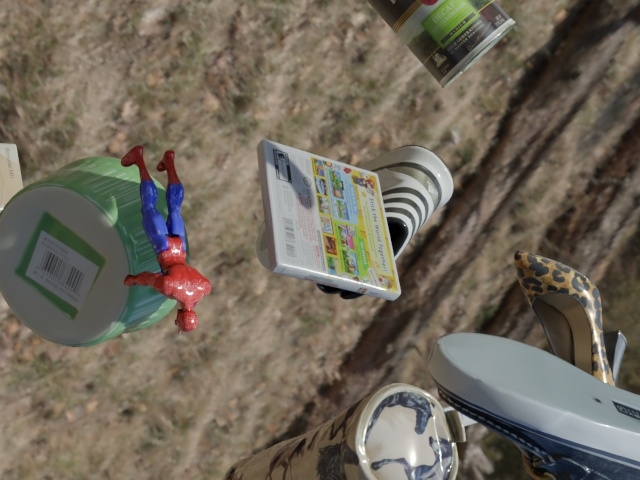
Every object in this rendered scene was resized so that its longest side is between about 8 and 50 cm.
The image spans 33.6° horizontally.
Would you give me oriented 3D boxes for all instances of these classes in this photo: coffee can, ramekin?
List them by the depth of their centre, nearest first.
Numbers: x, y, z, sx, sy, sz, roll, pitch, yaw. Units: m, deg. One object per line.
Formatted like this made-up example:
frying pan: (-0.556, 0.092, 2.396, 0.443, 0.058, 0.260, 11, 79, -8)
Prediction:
ramekin: (-0.378, 0.024, 1.709, 0.303, 0.303, 0.148, -45, 175, 25)
coffee can: (0.238, -0.484, 2.189, 0.201, 0.275, 0.201, -41, 179, -1)

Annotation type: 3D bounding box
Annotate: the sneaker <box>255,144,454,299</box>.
sneaker: (0.000, -0.001, 1.812, 0.447, 0.169, 0.257, -25, -163, 43)

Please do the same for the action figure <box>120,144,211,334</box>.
action figure: (-0.228, 0.020, 1.491, 0.091, 0.280, 0.139, 4, 143, -36)

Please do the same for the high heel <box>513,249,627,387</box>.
high heel: (0.354, 0.147, 1.555, 0.093, 0.261, 0.186, -25, -151, 46)

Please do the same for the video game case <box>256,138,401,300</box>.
video game case: (0.010, -0.030, 1.533, 0.206, 0.227, 0.026, 15, 138, -29)

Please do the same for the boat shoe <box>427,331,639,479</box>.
boat shoe: (0.127, 0.114, 0.538, 0.183, 0.065, 0.083, 22, 111, -9)

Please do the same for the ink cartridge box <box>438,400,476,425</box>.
ink cartridge box: (0.274, 0.361, 2.216, 0.122, 0.052, 0.088, -14, -179, -17)

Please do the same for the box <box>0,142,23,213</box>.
box: (-0.701, -0.093, 1.894, 0.311, 0.148, 0.121, -3, 161, -38)

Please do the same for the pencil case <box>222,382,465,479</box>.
pencil case: (0.019, 0.325, 1.458, 0.183, 0.160, 0.410, -22, 170, -41)
